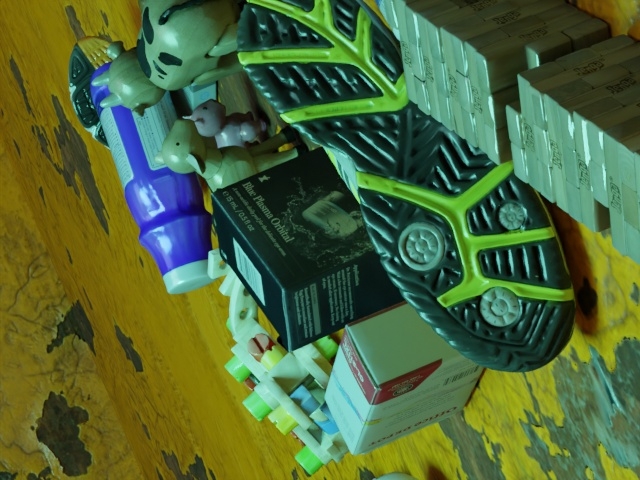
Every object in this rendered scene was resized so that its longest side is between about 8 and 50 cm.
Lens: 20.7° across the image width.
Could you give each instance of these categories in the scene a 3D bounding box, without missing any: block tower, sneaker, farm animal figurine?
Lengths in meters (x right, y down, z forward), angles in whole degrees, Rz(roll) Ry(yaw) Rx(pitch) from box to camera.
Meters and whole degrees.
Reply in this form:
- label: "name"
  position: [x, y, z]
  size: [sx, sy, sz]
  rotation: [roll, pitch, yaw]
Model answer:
- label: "block tower"
  position: [0.165, -0.095, 1.203]
  size: [0.335, 0.091, 0.097]
  rotation: [45, 151, 52]
- label: "sneaker"
  position: [-0.251, -0.156, 2.284]
  size: [0.262, 0.099, 0.121]
  rotation: [62, 180, -25]
- label: "sneaker"
  position: [0.090, -0.066, 1.446]
  size: [0.384, 0.145, 0.147]
  rotation: [57, -163, 9]
- label: "farm animal figurine"
  position: [-0.142, -0.172, 1.857]
  size: [0.330, 0.172, 0.327]
  rotation: [58, 158, 24]

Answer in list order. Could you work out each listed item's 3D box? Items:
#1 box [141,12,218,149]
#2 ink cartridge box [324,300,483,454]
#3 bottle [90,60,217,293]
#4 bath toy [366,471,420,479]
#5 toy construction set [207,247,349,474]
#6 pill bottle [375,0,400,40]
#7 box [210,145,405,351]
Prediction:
- label: "box"
  position: [-0.172, -0.211, 2.134]
  size: [0.145, 0.038, 0.186]
  rotation: [57, 159, 31]
- label: "ink cartridge box"
  position: [0.081, 0.122, 1.651]
  size: [0.072, 0.127, 0.175]
  rotation: [62, 161, 21]
- label: "bottle"
  position: [-0.194, -0.078, 2.096]
  size: [0.118, 0.092, 0.283]
  rotation: [104, 147, -76]
- label: "bath toy"
  position: [0.065, 0.352, 1.987]
  size: [0.151, 0.129, 0.348]
  rotation: [33, 162, -3]
- label: "toy construction set"
  position: [-0.044, 0.128, 1.989]
  size: [0.215, 0.151, 0.327]
  rotation: [50, -171, -49]
- label: "pill bottle"
  position: [0.063, -0.222, 1.384]
  size: [0.120, 0.067, 0.067]
  rotation: [62, 162, 16]
- label: "box"
  position: [0.000, 0.000, 1.687]
  size: [0.156, 0.158, 0.093]
  rotation: [51, 157, 40]
